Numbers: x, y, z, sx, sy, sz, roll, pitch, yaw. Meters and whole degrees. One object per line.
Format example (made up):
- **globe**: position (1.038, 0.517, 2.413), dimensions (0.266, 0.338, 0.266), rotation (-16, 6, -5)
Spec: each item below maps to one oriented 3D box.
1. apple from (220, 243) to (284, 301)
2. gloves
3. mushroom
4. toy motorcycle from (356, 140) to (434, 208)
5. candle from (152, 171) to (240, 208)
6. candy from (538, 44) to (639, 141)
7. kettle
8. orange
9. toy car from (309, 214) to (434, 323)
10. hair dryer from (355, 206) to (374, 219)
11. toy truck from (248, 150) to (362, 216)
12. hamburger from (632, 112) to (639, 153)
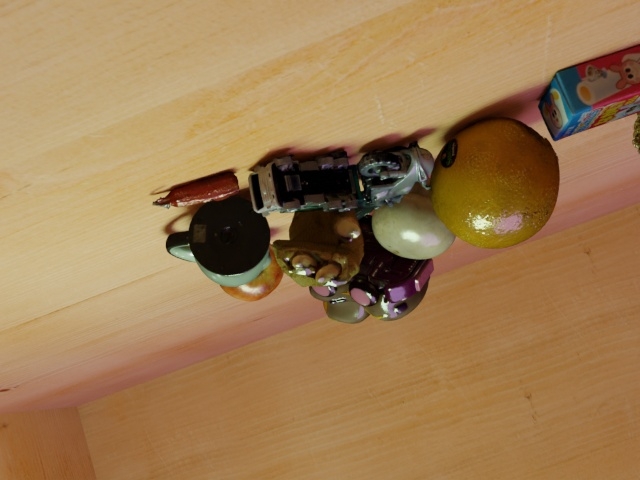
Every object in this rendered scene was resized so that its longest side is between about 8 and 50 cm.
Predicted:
- **apple**: position (-0.173, 0.071, 2.033), dimensions (0.164, 0.163, 0.139), rotation (-14, -179, -20)
- **gloves**: position (0.009, 0.009, 1.763), dimensions (0.203, 0.155, 0.356), rotation (-34, -167, 15)
- **mushroom**: position (0.224, -0.060, 1.966), dimensions (0.204, 0.204, 0.204), rotation (-18, 168, -4)
- **toy motorcycle**: position (0.152, -0.131, 1.756), dimensions (0.159, 0.106, 0.270), rotation (-13, 164, -2)
- **candle**: position (-0.225, -0.082, 1.528), dimensions (0.162, 0.048, 0.053), rotation (-16, 138, -7)
- **candy**: position (0.603, -0.306, 1.667), dimensions (0.306, 0.100, 0.157), rotation (-17, 168, -3)
- **kettle**: position (-0.213, 0.012, 1.750), dimensions (0.221, 0.161, 0.236), rotation (2, 169, -3)
- **orange**: position (0.364, -0.119, 1.746), dimensions (0.274, 0.274, 0.274), rotation (-18, 168, -4)
- **toy car**: position (0.125, 0.102, 2.139), dimensions (0.341, 0.240, 0.271), rotation (14, -134, 32)
- **hair dryer**: position (0.085, -0.051, 2.023), dimensions (0.219, 0.124, 0.071), rotation (-34, 172, -6)
- **toy truck**: position (-0.020, -0.103, 1.611), dimensions (0.253, 0.114, 0.124), rotation (-7, 174, -43)
- **hamburger**: position (0.889, -0.303, 2.031), dimensions (0.286, 0.146, 0.243), rotation (-18, 161, 5)
